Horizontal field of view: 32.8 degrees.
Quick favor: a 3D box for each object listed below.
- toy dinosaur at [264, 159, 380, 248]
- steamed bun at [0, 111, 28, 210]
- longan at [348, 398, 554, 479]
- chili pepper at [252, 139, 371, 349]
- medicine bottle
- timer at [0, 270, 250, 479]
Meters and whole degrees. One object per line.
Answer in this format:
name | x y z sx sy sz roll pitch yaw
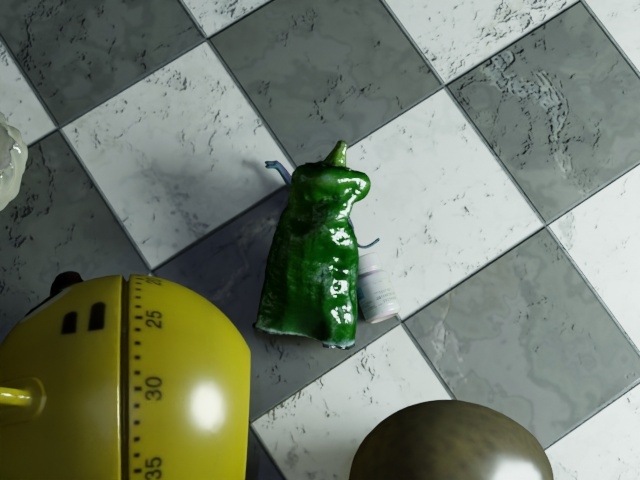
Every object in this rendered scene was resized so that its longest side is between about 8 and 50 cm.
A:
toy dinosaur | -0.007 -0.045 1.515 0.197 0.045 0.080 37 84 10
steamed bun | -0.486 -0.104 1.487 0.183 0.106 0.183 1 77 -5
longan | 0.159 0.316 1.336 0.258 0.258 0.258 0 77 -1
chili pepper | 0.000 0.000 1.445 0.136 0.099 0.270 14 102 19
medicine bottle | 0.072 0.065 1.488 0.052 0.052 0.089 -19 78 -6
timer | -0.277 0.203 1.295 0.387 0.376 0.376 1 77 -7
